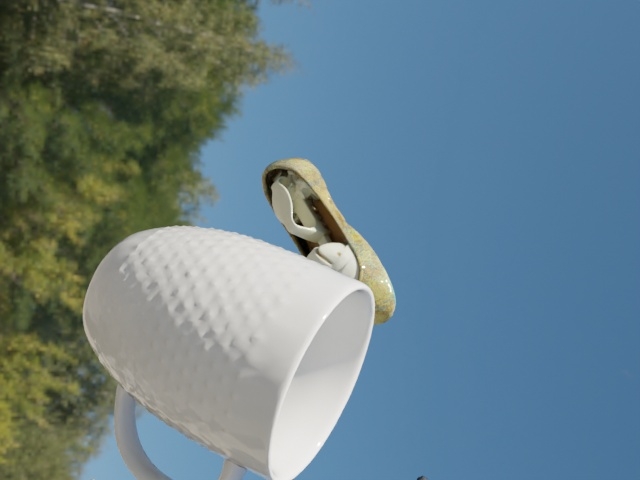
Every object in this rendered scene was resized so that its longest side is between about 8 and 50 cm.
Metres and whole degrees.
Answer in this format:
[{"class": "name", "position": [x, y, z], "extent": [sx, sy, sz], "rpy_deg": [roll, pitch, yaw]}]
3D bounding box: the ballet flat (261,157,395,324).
[{"class": "ballet flat", "position": [0.000, 0.000, 1.564], "extent": [0.349, 0.123, 0.123], "rpy_deg": [60, -38, 23]}]

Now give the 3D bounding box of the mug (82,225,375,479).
[{"class": "mug", "position": [-0.151, 0.169, 1.220], "extent": [0.328, 0.276, 0.374], "rpy_deg": [23, -83, 20]}]

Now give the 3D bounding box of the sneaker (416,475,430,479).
[{"class": "sneaker", "position": [0.238, 0.496, 1.747], "extent": [0.121, 0.217, 0.079], "rpy_deg": [41, -76, 34]}]

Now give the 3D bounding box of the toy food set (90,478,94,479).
[{"class": "toy food set", "position": [-0.362, 0.471, 1.598], "extent": [0.078, 0.122, 0.019], "rpy_deg": [-59, 169, -11]}]
